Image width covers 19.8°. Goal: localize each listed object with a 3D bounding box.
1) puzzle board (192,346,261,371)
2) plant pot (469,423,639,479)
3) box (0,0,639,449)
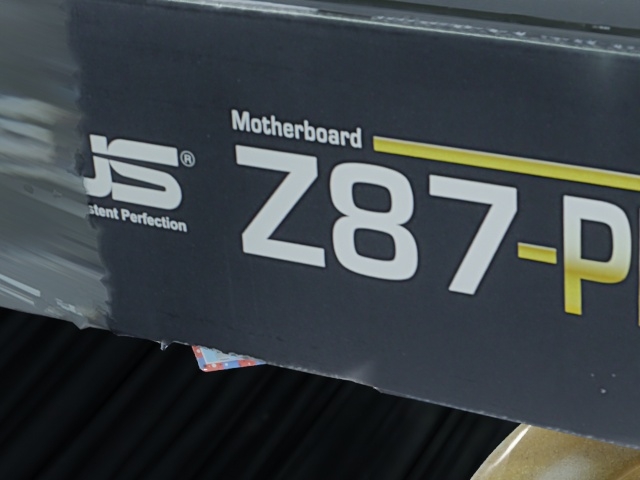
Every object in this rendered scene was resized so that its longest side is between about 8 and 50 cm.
[{"bbox_3d":[0.000,0.000,0.645,0.128,0.011,0.096,-9,119,20],"label":"puzzle board"},{"bbox_3d":[0.158,0.152,0.764,0.236,0.236,0.032,65,178,-28],"label":"plant pot"},{"bbox_3d":[0.132,-0.078,0.492,0.318,0.395,0.097,10,119,28],"label":"box"}]
